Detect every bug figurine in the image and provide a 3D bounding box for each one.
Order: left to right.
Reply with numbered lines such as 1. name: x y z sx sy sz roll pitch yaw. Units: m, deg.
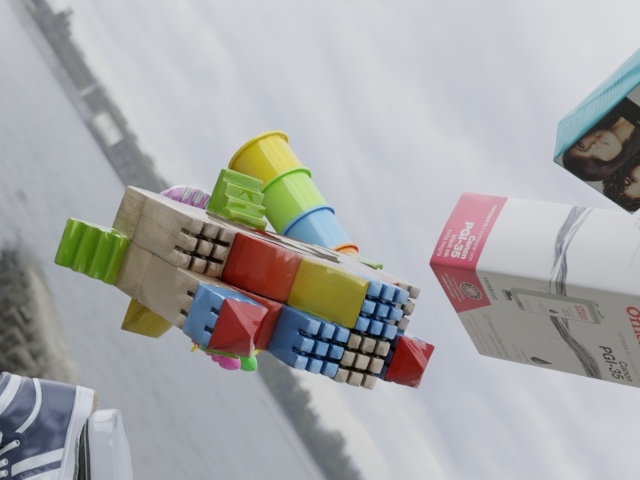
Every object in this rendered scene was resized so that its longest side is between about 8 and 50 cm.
1. bug figurine: -0.194 0.134 2.216 0.216 0.072 0.279 38 -1 11

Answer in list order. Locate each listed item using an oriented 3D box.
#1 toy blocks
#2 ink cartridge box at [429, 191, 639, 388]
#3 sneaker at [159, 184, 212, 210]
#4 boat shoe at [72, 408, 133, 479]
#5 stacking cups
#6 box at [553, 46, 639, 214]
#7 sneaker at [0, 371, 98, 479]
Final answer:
1. toy blocks: -0.029 0.057 1.350 0.381 0.190 0.261 17 4 -36
2. ink cartridge box: 0.300 0.060 1.621 0.283 0.117 0.207 9 -33 35
3. sneaker: -0.142 0.007 1.918 0.236 0.095 0.104 35 -12 -27
4. boat shoe: -0.242 0.317 1.369 0.113 0.105 0.306 -82 174 -78
5. stacking cups: 0.000 0.000 1.769 0.316 0.096 0.096 54 -6 24
6. box: 0.323 -0.132 1.231 0.101 0.244 0.060 32 43 -13
7. sneaker: -0.386 0.298 1.724 0.153 0.282 0.099 20 -30 -16
